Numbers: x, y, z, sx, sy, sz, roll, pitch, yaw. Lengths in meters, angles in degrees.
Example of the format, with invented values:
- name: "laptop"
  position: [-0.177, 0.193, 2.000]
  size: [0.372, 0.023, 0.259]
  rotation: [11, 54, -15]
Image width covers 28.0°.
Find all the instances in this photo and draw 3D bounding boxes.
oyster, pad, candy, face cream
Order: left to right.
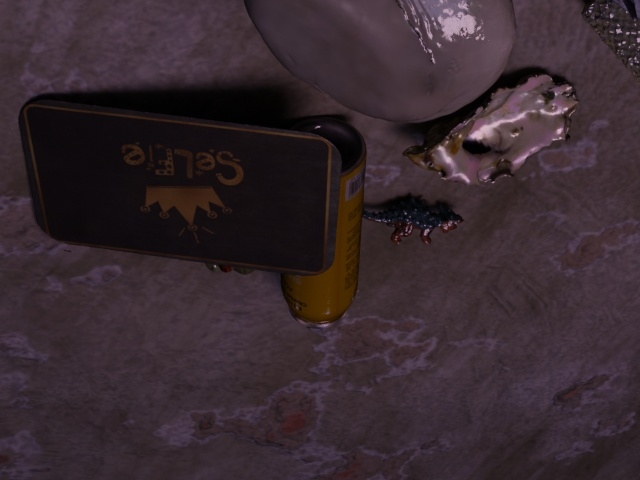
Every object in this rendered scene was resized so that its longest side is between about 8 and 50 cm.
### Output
- name: "pad"
  position: [-0.166, -0.059, 1.466]
  size: [0.375, 0.063, 0.315]
  rotation: [6, 137, 4]
- name: "face cream"
  position: [0.000, 0.000, 1.632]
  size: [0.104, 0.105, 0.349]
  rotation: [-6, 142, -6]
- name: "candy"
  position: [0.065, -0.251, 1.248]
  size: [0.295, 0.185, 0.295]
  rotation: [23, 149, 15]
- name: "oyster"
  position: [0.213, -0.134, 1.558]
  size: [0.209, 0.072, 0.133]
  rotation: [-41, 130, 5]

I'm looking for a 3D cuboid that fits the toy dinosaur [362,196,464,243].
- name: "toy dinosaur"
  position: [0.113, -0.028, 1.668]
  size: [0.154, 0.049, 0.055]
  rotation: [5, 135, -17]

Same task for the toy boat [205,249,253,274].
- name: "toy boat"
  position: [-0.106, -0.009, 1.622]
  size: [0.089, 0.071, 0.185]
  rotation: [-40, 159, -37]

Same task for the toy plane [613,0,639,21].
- name: "toy plane"
  position: [0.267, -0.286, 1.311]
  size: [0.267, 0.088, 0.212]
  rotation: [36, 124, -25]

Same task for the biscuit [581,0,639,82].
- name: "biscuit"
  position: [0.419, -0.272, 1.386]
  size: [0.250, 0.046, 0.147]
  rotation: [-39, 93, 27]
